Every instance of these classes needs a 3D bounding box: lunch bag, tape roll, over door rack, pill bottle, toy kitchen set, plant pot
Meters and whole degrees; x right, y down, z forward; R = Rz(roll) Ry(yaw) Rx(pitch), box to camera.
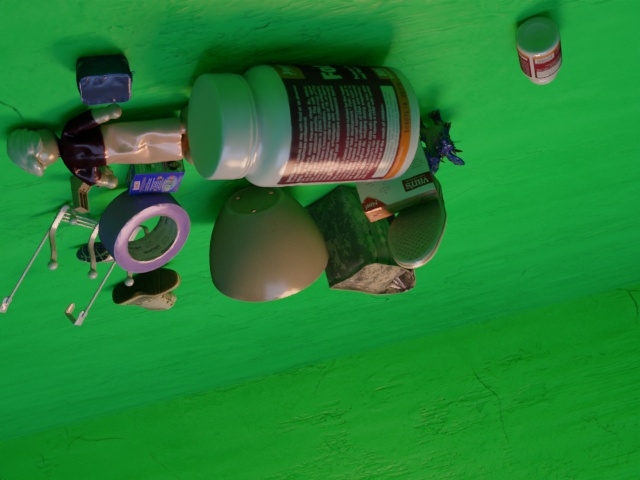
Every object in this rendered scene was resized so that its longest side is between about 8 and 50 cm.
[{"bbox_3d":[0.131,0.008,2.331,0.169,0.235,0.287,-33,153,32],"label":"lunch bag"},{"bbox_3d":[-0.388,-0.026,1.994,0.189,0.080,0.189,-28,143,-24],"label":"tape roll"},{"bbox_3d":[-0.362,-0.276,1.523,0.098,0.065,0.067,-7,142,-18],"label":"lunch bag"},{"bbox_3d":[-0.563,0.078,2.072,0.324,0.108,0.239,-48,144,18],"label":"over door rack"},{"bbox_3d":[0.437,-0.374,1.800,0.086,0.086,0.152,-20,159,10],"label":"pill bottle"},{"bbox_3d":[-0.033,-0.215,1.681,0.392,0.224,0.224,-5,156,-27],"label":"pill bottle"},{"bbox_3d":[-0.462,-0.101,1.871,0.083,0.075,0.068,-17,160,15],"label":"toy kitchen set"},{"bbox_3d":[-0.135,-0.018,2.105,0.284,0.284,0.191,-14,125,-5],"label":"plant pot"}]

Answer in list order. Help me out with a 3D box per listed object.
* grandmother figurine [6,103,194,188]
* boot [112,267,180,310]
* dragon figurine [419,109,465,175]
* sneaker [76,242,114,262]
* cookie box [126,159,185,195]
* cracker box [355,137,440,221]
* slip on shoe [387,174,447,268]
[{"bbox_3d":[-0.411,-0.179,1.699,0.342,0.104,0.208,-5,129,-17],"label":"grandmother figurine"},{"bbox_3d":[-0.442,0.139,2.486,0.213,0.077,0.165,-19,159,23],"label":"boot"},{"bbox_3d":[0.273,-0.198,2.042,0.085,0.144,0.289,-20,158,12],"label":"dragon figurine"},{"bbox_3d":[-0.529,0.037,2.206,0.135,0.052,0.058,-5,161,-24],"label":"sneaker"},{"bbox_3d":[-0.350,-0.136,1.909,0.107,0.040,0.092,-6,157,-24],"label":"cookie box"},{"bbox_3d":[0.140,-0.173,1.891,0.156,0.232,0.067,-20,159,9],"label":"cracker box"},{"bbox_3d":[0.215,-0.030,1.899,0.123,0.331,0.101,-14,115,16],"label":"slip on shoe"}]
